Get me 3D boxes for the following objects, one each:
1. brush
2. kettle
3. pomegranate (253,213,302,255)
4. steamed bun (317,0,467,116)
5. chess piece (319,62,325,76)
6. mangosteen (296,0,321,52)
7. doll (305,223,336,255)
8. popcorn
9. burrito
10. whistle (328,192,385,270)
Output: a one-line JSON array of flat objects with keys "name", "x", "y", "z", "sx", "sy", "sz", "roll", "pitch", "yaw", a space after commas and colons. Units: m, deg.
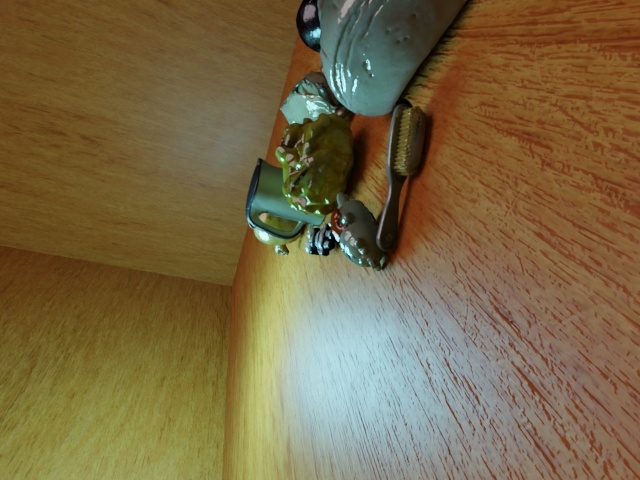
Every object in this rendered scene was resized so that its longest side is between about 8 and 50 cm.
[{"name": "brush", "x": 0.160, "y": -0.124, "z": 0.763, "sx": 0.060, "sy": 0.068, "sz": 0.298, "roll": 10, "pitch": 91, "yaw": 52}, {"name": "kettle", "x": -0.112, "y": -0.125, "z": 1.320, "sx": 0.165, "sy": 0.254, "sz": 0.241, "roll": -172, "pitch": 94, "yaw": -72}, {"name": "pomegranate", "x": -0.164, "y": -0.072, "z": 1.549, "sx": 0.207, "sy": 0.206, "sz": 0.208, "roll": -167, "pitch": 90, "yaw": -74}, {"name": "steamed bun", "x": 0.119, "y": -0.462, "z": 0.816, "sx": 0.384, "sy": 0.235, "sz": 0.247, "roll": 127, "pitch": 150, "yaw": -56}, {"name": "chess piece", "x": 0.027, "y": -0.572, "z": 1.479, "sx": 0.094, "sy": 0.094, "sz": 0.171, "roll": -97, "pitch": 22, "yaw": -49}, {"name": "mangosteen", "x": 0.039, "y": -0.704, "z": 1.357, "sx": 0.231, "sy": 0.231, "sz": 0.290, "roll": -167, "pitch": 63, "yaw": -74}, {"name": "doll", "x": 0.000, "y": 0.000, "z": 1.179, "sx": 0.219, "sy": 0.067, "sz": 0.091, "roll": 172, "pitch": 105, "yaw": -75}, {"name": "popcorn", "x": -0.009, "y": -0.213, "z": 1.127, "sx": 0.252, "sy": 0.215, "sz": 0.287, "roll": 38, "pitch": 111, "yaw": 48}, {"name": "burrito", "x": -0.003, "y": -0.459, "z": 1.363, "sx": 0.135, "sy": 0.190, "sz": 0.331, "roll": -39, "pitch": 11, "yaw": -18}, {"name": "whistle", "x": 0.075, "y": -0.026, "z": 0.867, "sx": 0.253, "sy": 0.105, "sz": 0.102, "roll": -107, "pitch": 11, "yaw": -48}]
